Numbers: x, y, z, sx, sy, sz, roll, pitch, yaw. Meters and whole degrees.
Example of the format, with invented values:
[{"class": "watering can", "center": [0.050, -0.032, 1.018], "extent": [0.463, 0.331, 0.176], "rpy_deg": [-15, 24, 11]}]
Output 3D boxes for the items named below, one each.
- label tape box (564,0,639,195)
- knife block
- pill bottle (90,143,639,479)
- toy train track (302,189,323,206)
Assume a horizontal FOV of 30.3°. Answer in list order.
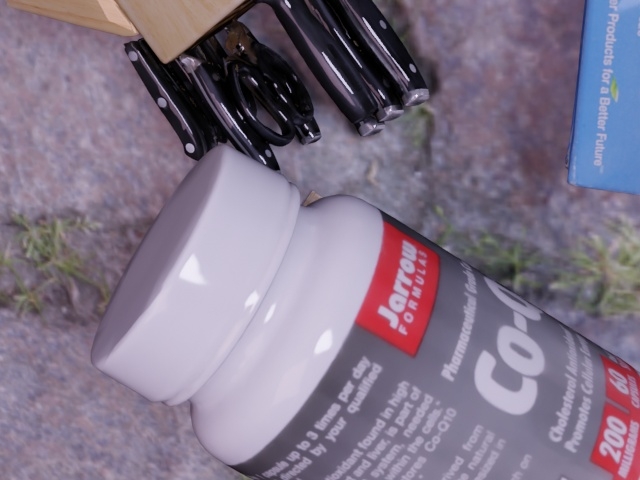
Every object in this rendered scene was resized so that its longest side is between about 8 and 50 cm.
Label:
[{"class": "label tape box", "center": [0.288, -0.127, 0.507], "extent": [0.334, 0.106, 0.240], "rpy_deg": [10, 119, 19]}, {"class": "knife block", "center": [-0.050, -0.176, 0.647], "extent": [0.242, 0.088, 0.275], "rpy_deg": [15, 120, 16]}, {"class": "pill bottle", "center": [0.032, 0.076, 0.651], "extent": [0.283, 0.161, 0.161], "rpy_deg": [31, 126, -15]}, {"class": "toy train track", "center": [0.000, 0.000, 0.759], "extent": [0.083, 0.014, 0.048], "rpy_deg": [35, 124, 4]}]
